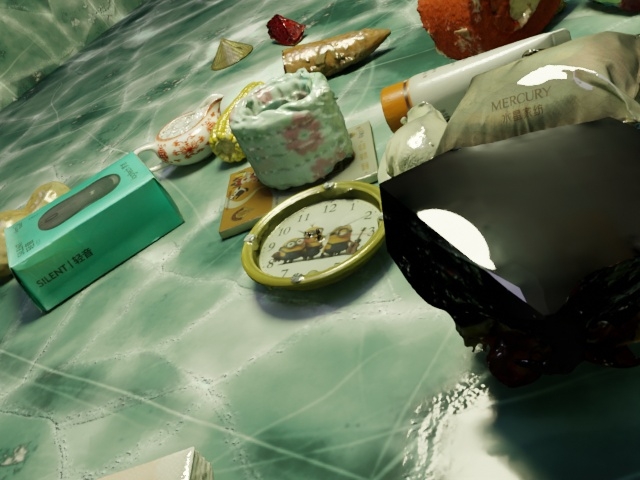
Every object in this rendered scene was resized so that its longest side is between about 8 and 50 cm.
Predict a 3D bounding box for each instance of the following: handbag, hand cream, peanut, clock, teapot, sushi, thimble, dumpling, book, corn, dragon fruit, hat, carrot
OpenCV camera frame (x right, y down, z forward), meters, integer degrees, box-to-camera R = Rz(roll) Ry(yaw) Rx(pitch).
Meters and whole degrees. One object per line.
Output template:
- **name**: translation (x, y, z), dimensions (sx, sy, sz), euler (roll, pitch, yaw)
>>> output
- **handbag**: translation (0.276, -0.178, 0.809), dimensions (0.270, 0.117, 0.182), euler (-8, 40, 43)
- **hand cream**: translation (0.260, -0.261, 1.068), dimensions (0.314, 0.139, 0.089), euler (-18, 69, 27)
- **peanut**: translation (-0.633, -0.028, 1.399), dimensions (0.101, 0.117, 0.263), euler (21, 51, 26)
- **clock**: translation (0.000, 0.000, 0.936), dimensions (0.237, 0.057, 0.237), euler (-18, 34, 12)
- **teapot**: translation (-0.301, -0.221, 1.421), dimensions (0.245, 0.116, 0.159), euler (-35, 46, -16)
- **sushi**: translation (0.214, 0.022, 0.603), dimensions (0.227, 0.212, 0.215), euler (-26, 43, -17)
- **thimble**: translation (-0.045, -0.195, 1.119), dimensions (0.211, 0.149, 0.185), euler (2, 40, 40)
- **dumpling**: translation (0.140, -0.109, 0.950), dimensions (0.155, 0.111, 0.181), euler (-41, 12, 42)
- **book**: translation (-0.040, -0.114, 1.159), dimensions (0.295, 0.020, 0.208), euler (-20, 32, 12)
- **corn**: translation (-0.162, -0.260, 1.384), dimensions (0.093, 0.093, 0.244), euler (-10, 37, 26)
- **dragon fruit**: translation (-0.098, -0.597, 1.835), dimensions (0.063, 0.097, 0.131), euler (-37, 14, -20)
- **hat**: translation (-0.281, -0.580, 1.941), dimensions (0.146, 0.067, 0.146), euler (-19, 33, 13)
- **carrot**: translation (0.036, -0.433, 1.478), dimensions (0.263, 0.102, 0.102), euler (-17, 34, 15)

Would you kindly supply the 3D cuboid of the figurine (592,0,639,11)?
- **figurine**: translation (0.584, -0.510, 1.163), dimensions (0.234, 0.127, 0.185), euler (-23, 43, -17)

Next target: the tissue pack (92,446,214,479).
- **tissue pack**: translation (-0.265, 0.334, 0.653), dimensions (0.325, 0.071, 0.170), euler (-20, 35, 12)

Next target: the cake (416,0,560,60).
- **cake**: translation (0.322, -0.451, 1.206), dimensions (0.283, 0.177, 0.151), euler (-42, 35, -19)

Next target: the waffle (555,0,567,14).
- **waffle**: translation (0.440, -0.454, 1.276), dimensions (0.085, 0.016, 0.078), euler (-43, 35, -17)

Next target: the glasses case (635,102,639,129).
- **glasses case**: translation (0.373, -0.171, 0.875), dimensions (0.125, 0.076, 0.327), euler (-26, 32, 10)

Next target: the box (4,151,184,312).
- **box**: translation (-0.443, -0.027, 1.247), dimensions (0.311, 0.118, 0.205), euler (-35, 31, -11)
